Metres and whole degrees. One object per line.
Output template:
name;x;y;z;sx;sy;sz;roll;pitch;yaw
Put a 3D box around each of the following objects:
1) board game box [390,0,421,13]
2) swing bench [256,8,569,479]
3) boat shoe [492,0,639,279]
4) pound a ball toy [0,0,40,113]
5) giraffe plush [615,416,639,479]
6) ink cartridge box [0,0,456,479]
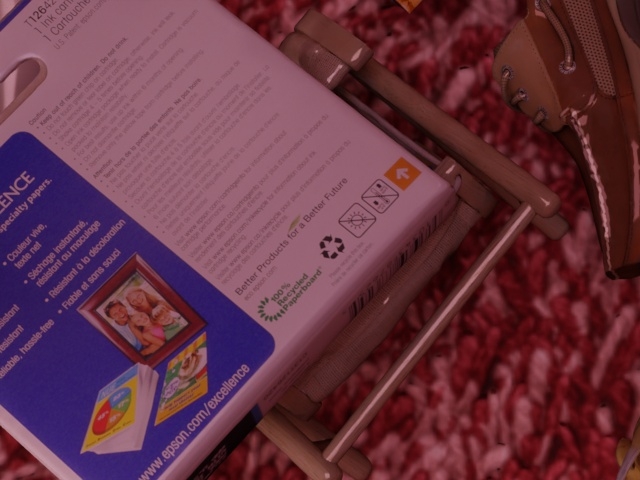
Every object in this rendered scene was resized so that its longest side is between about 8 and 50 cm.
board game box;0.096;-0.260;1.309;0.193;0.147;0.045;-47;113;1
swing bench;0.000;0.000;1.287;0.255;0.165;0.253;39;91;11
boat shoe;0.187;-0.129;1.303;0.120;0.122;0.324;-9;75;13
pound a ball toy;-0.233;-0.067;1.309;0.136;0.208;0.319;-5;83;9
giraffe plush;0.310;0.133;1.232;0.171;0.181;0.210;24;97;3
ink cartridge box;-0.126;-0.012;1.175;0.307;0.072;0.303;39;78;19
